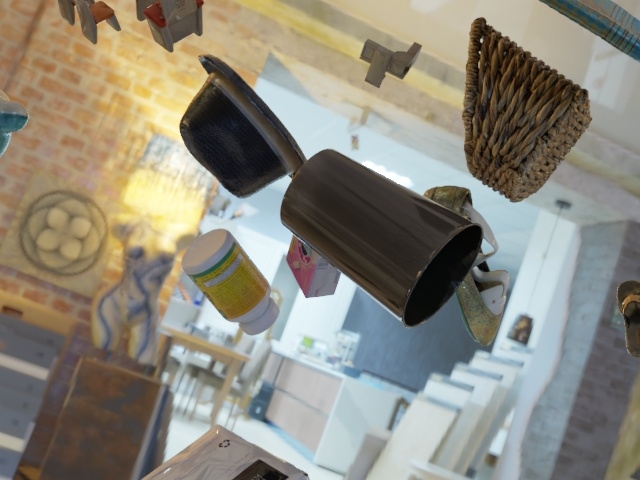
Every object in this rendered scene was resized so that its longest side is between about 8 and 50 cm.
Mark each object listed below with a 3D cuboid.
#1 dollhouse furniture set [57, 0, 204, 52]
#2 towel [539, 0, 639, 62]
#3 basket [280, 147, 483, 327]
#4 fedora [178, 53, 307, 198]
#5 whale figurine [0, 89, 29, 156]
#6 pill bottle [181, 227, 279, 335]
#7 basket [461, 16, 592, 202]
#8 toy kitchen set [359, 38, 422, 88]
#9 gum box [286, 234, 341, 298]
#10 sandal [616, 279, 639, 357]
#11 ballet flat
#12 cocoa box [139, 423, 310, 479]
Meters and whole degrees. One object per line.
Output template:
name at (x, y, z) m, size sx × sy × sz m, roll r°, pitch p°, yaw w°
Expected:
dollhouse furniture set at (-0.329, -0.477, 1.482) m, size 0.259 × 0.262 × 0.135 m, roll 41°, pitch -26°, yaw 27°
towel at (0.388, -0.316, 1.106) m, size 0.370 × 0.040 × 0.271 m, roll 33°, pitch 27°, yaw 3°
basket at (0.071, -0.013, 1.047) m, size 0.227 × 0.154 × 0.204 m, roll 34°, pitch 19°, yaw 22°
fedora at (-0.162, -0.187, 1.522) m, size 0.334 × 0.152 × 0.334 m, roll 46°, pitch -5°, yaw 5°
whale figurine at (-0.522, -0.159, 1.115) m, size 0.216 × 0.141 × 0.272 m, roll 2°, pitch 1°, yaw -24°
pill bottle at (-0.171, 0.087, 1.579) m, size 0.117 × 0.117 × 0.208 m, roll 10°, pitch -38°, yaw 52°
basket at (0.312, -0.206, 1.375) m, size 0.223 × 0.213 × 0.299 m, roll 39°, pitch 12°, yaw 16°
toy kitchen set at (0.115, -0.309, 1.372) m, size 0.083 × 0.075 × 0.068 m, roll 28°, pitch -43°, yaw 7°
gum box at (0.000, 0.000, 1.445) m, size 0.062 × 0.188 × 0.107 m, roll -5°, pitch 44°, yaw -25°
sandal at (0.615, 0.144, 1.557) m, size 0.072 × 0.180 × 0.049 m, roll -16°, pitch -48°, yaw 29°
ballet flat at (0.299, 0.050, 1.536) m, size 0.123 × 0.123 × 0.349 m, roll 5°, pitch -56°, yaw 61°
cocoa box at (-0.178, 0.468, 1.095) m, size 0.231 × 0.347 × 0.228 m, roll 13°, pitch -53°, yaw 49°
